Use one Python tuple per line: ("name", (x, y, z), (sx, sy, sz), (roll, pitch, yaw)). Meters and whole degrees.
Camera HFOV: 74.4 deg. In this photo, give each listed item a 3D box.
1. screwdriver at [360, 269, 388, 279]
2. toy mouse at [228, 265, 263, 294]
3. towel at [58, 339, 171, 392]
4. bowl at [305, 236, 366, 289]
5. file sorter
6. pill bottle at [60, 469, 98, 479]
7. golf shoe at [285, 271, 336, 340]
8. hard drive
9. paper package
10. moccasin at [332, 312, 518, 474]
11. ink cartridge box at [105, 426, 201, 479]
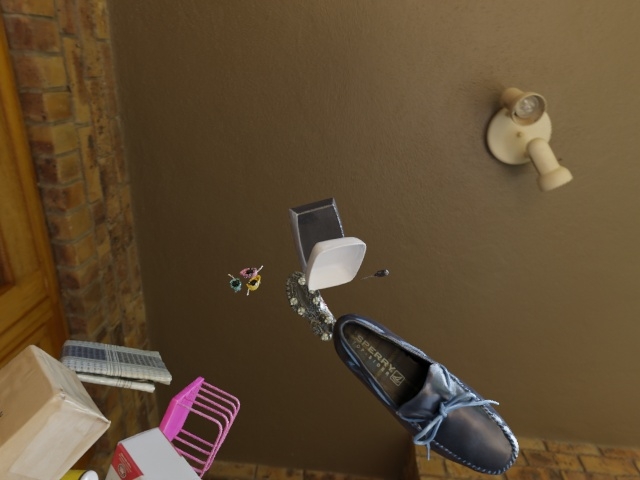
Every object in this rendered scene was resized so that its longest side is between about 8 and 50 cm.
("screwdriver", (0.188, 0.123, 1.508), (0.024, 0.170, 0.025), (2, -100, -26))
("toy mouse", (-0.275, 0.144, 1.524), (0.143, 0.161, 0.031), (5, -52, 27))
("towel", (-0.661, 0.401, 1.360), (0.324, 0.312, 0.056), (17, -96, -28))
("bowl", (0.029, 0.047, 1.017), (0.142, 0.053, 0.142), (-10, -42, -28))
("file sorter", (-0.395, 0.604, 1.367), (0.182, 0.291, 0.202), (24, -95, 2))
("pill bottle", (-0.779, 0.744, 1.264), (0.184, 0.103, 0.103), (-1, -67, 4))
("golf shoe", (-0.038, 0.212, 1.408), (0.105, 0.120, 0.273), (-31, -70, -2))
("hard drive", (0.000, 0.000, 1.397), (0.172, 0.054, 0.255), (-15, -70, -7))
("paper package", (-0.703, 0.447, 0.960), (0.325, 0.309, 0.168), (-49, -50, -23))
("moccasin", (0.148, 0.246, 0.666), (0.342, 0.117, 0.138), (32, -100, 16))
("ink cartridge box", (-0.265, 0.399, 0.632), (0.127, 0.072, 0.175), (32, -73, 29))
